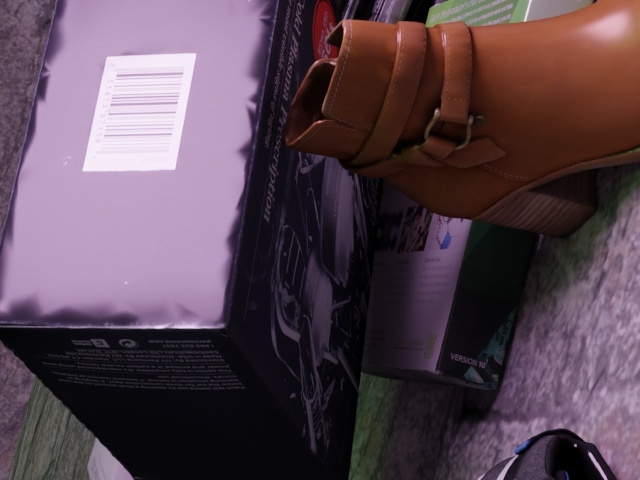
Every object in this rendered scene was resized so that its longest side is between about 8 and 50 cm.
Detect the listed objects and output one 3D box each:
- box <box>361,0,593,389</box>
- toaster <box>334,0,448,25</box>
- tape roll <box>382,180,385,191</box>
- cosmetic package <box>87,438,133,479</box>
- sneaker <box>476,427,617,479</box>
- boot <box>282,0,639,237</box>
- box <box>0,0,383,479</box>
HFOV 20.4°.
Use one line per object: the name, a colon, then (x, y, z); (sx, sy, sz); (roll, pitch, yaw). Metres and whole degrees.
box: (0.112, -0.046, 1.401); (0.232, 0.058, 0.322); (175, 110, -73)
toaster: (0.050, -0.221, 1.563); (0.110, 0.168, 0.186); (-123, 53, -64)
tape roll: (0.000, 0.000, 1.610); (0.219, 0.072, 0.219); (-27, 59, 60)
cosmetic package: (-0.135, 0.191, 1.803); (0.151, 0.151, 0.184); (-133, 61, -73)
sneaker: (0.128, 0.206, 1.050); (0.121, 0.079, 0.217); (125, 156, -46)
boot: (0.117, -0.118, 1.154); (0.283, 0.220, 0.109); (128, 154, -51)
box: (-0.080, -0.021, 1.339); (0.312, 0.178, 0.343); (62, -148, -59)
